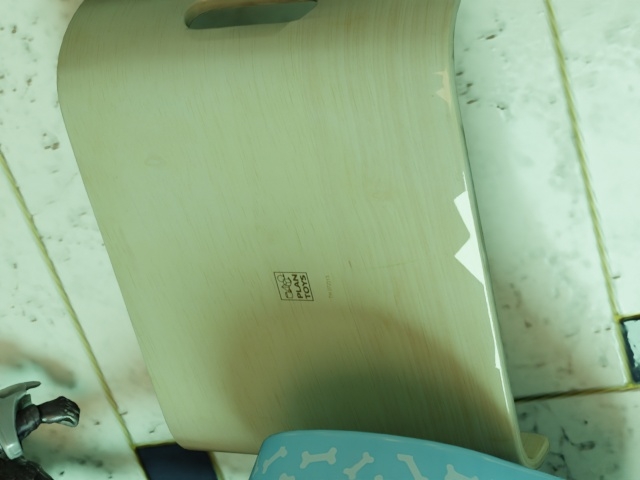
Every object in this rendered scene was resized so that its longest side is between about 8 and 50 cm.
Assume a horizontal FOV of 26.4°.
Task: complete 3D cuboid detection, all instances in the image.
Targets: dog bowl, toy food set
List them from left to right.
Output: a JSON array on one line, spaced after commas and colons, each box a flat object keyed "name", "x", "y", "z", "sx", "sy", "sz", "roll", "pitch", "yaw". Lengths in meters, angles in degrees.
[{"name": "toy food set", "x": 0.000, "y": 0.000, "z": 0.758, "sx": 0.220, "sy": 0.092, "sz": 0.306, "roll": 0, "pitch": 122, "yaw": 24}, {"name": "dog bowl", "x": 0.077, "y": 0.169, "z": 0.770, "sx": 0.166, "sy": 0.074, "sz": 0.297, "roll": -10, "pitch": 155, "yaw": 44}]

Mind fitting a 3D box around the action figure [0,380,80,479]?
[{"name": "action figure", "x": -0.149, "y": 0.183, "z": 0.882, "sx": 0.285, "sy": 0.099, "sz": 0.185, "roll": 8, "pitch": 139, "yaw": 27}]
